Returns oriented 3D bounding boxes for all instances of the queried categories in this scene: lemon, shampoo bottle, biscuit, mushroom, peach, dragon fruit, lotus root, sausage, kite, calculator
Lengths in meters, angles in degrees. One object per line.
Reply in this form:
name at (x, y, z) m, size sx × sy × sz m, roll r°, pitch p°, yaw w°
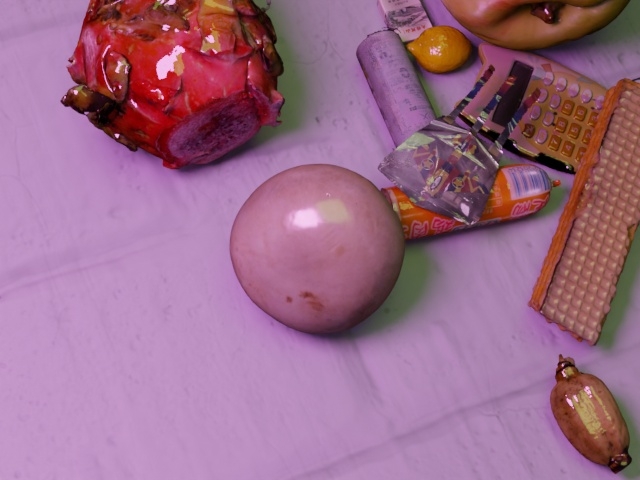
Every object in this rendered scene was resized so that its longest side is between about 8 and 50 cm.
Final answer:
lemon at (0.158, -0.254, 1.714) m, size 0.092 × 0.065 × 0.065 m, roll -1°, pitch 63°, yaw -13°
shampoo bottle at (0.110, -0.170, 1.663) m, size 0.072 × 0.072 × 0.214 m, roll -15°, pitch 65°, yaw -14°
biscuit at (0.358, -0.041, 1.616) m, size 0.094 × 0.054 × 0.378 m, roll 29°, pitch 64°, yaw -9°
mushroom at (0.000, 0.000, 1.512) m, size 0.204 × 0.204 × 0.204 m, roll 3°, pitch 62°, yaw -6°
peach at (0.289, -0.403, 1.683) m, size 0.314 × 0.281 × 0.315 m, roll -6°, pitch 55°, yaw -6°
dragon fruit at (-0.185, -0.247, 1.572) m, size 0.269 × 0.250 × 0.291 m, roll -27°, pitch 73°, yaw 1°
lotus root at (0.309, 0.201, 1.495) m, size 0.072 × 0.063 × 0.152 m, roll -27°, pitch 73°, yaw 9°
sausage at (0.192, -0.052, 1.609) m, size 0.234 × 0.071 × 0.071 m, roll -11°, pitch 64°, yaw -12°
kite at (0.186, -0.127, 1.605) m, size 0.141 × 0.015 × 0.245 m, roll 34°, pitch 62°, yaw 9°
calculator at (0.300, -0.167, 1.706) m, size 0.236 × 0.033 × 0.157 m, roll 24°, pitch 61°, yaw 3°

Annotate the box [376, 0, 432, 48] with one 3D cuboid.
box at (0.116, -0.302, 1.757) m, size 0.054 × 0.024 × 0.083 m, roll -15°, pitch 65°, yaw -16°
